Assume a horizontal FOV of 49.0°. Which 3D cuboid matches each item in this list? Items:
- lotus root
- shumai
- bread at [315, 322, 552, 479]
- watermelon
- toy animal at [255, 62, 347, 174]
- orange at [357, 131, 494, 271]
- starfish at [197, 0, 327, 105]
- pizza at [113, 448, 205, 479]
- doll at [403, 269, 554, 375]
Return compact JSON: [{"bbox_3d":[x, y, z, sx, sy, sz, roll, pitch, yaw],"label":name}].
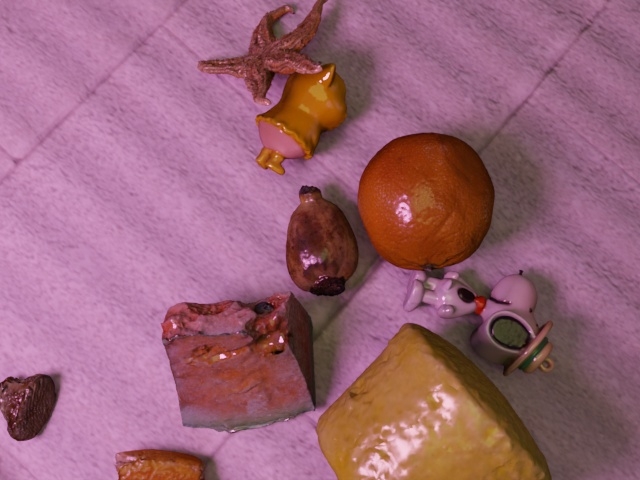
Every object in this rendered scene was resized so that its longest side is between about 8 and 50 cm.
[{"bbox_3d":[0.000,0.000,1.327,0.138,0.138,0.214,-5,80,-4],"label":"lotus root"},{"bbox_3d":[-0.544,0.292,1.266,0.087,0.099,0.124,14,77,16],"label":"shumai"},{"bbox_3d":[0.175,0.339,1.190,0.307,0.348,0.348,-39,85,3],"label":"bread"},{"bbox_3d":[-0.138,0.193,1.257,0.264,0.302,0.151,-8,43,-4],"label":"watermelon"},{"bbox_3d":[-0.046,-0.237,1.353,0.156,0.156,0.230,28,85,1],"label":"toy animal"},{"bbox_3d":[0.191,-0.067,1.284,0.264,0.264,0.265,1,80,-3],"label":"orange"},{"bbox_3d":[-0.087,-0.355,1.360,0.299,0.060,0.302,-25,44,0],"label":"starfish"},{"bbox_3d":[-0.286,0.520,1.249,0.189,0.071,0.297,0,84,-16],"label":"pizza"},{"bbox_3d":[0.295,0.152,1.325,0.271,0.144,0.208,2,60,-6],"label":"doll"}]
